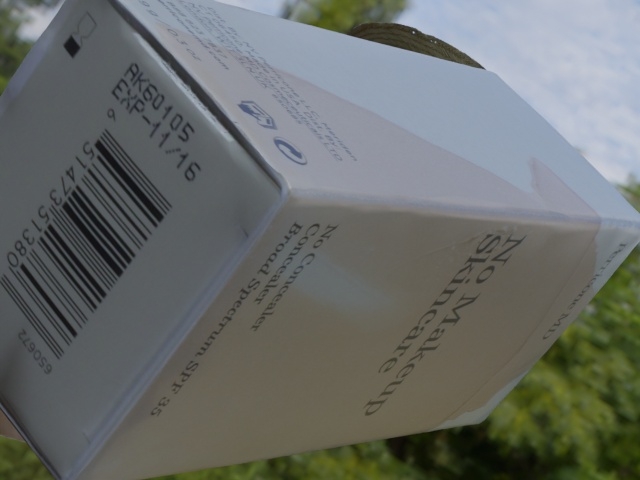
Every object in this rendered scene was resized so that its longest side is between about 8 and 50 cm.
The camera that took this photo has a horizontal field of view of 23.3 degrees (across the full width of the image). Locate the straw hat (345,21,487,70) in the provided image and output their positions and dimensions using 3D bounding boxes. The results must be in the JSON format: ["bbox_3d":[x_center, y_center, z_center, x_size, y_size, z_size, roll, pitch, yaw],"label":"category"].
[{"bbox_3d":[0.059,-0.081,1.097,0.144,0.061,0.144,22,-36,17],"label":"straw hat"}]

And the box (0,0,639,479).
[{"bbox_3d":[0.000,0.000,0.652,0.121,0.148,0.311,47,24,25],"label":"box"}]

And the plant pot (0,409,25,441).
[{"bbox_3d":[-0.280,0.063,1.512,0.272,0.272,0.265,31,-24,6],"label":"plant pot"}]
